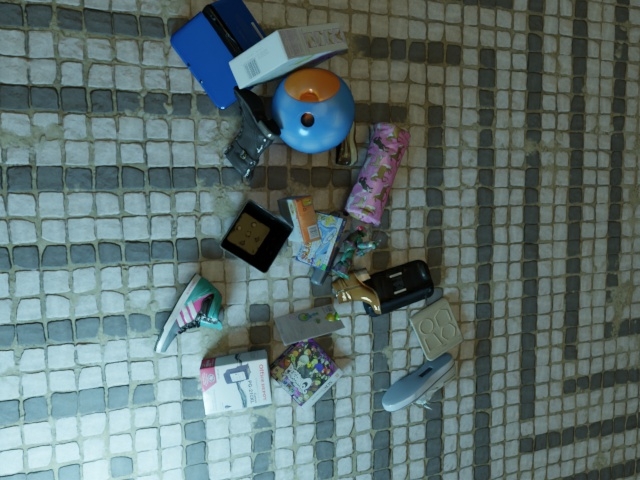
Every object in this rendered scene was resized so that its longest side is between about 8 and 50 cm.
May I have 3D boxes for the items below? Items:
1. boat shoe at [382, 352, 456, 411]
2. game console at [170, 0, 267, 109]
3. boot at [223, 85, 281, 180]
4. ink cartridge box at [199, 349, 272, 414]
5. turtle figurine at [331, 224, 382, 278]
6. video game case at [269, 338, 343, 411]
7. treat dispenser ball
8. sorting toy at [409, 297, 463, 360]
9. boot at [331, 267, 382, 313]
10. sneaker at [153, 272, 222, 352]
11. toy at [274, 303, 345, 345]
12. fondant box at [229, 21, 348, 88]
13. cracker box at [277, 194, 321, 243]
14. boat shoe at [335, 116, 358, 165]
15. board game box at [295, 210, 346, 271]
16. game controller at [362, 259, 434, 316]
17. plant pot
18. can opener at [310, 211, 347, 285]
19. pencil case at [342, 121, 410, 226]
[{"bbox_3d":[0.423,0.624,2.005,0.367,0.136,0.156,-30,107,-24],"label":"boat shoe"},{"bbox_3d":[-0.319,-0.655,1.690,0.293,0.173,0.250,54,47,-16],"label":"game console"},{"bbox_3d":[-0.266,-0.364,1.654,0.091,0.229,0.263,-15,67,-52],"label":"boot"},{"bbox_3d":[-0.298,0.503,1.734,0.237,0.100,0.172,-8,97,-8],"label":"ink cartridge box"},{"bbox_3d":[0.136,0.032,1.838,0.118,0.175,0.234,35,82,4],"label":"turtle figurine"},{"bbox_3d":[-0.057,0.504,1.867,0.210,0.042,0.232,-43,106,-13],"label":"video game case"},{"bbox_3d":[-0.025,-0.444,1.669,0.288,0.288,0.288,-2,95,-19],"label":"treat dispenser ball"},{"bbox_3d":[0.489,0.373,2.050,0.193,0.038,0.208,-28,98,-15],"label":"sorting toy"},{"bbox_3d":[0.142,0.216,1.871,0.152,0.073,0.197,-24,76,4],"label":"boot"},{"bbox_3d":[-0.433,0.283,1.683,0.178,0.124,0.295,30,83,-9],"label":"sneaker"},{"bbox_3d":[-0.041,0.326,1.829,0.237,0.137,0.056,-15,131,-15],"label":"toy"},{"bbox_3d":[-0.098,-0.608,1.589,0.330,0.238,0.096,-35,107,-45],"label":"fondant box"},{"bbox_3d":[-0.078,-0.077,1.711,0.067,0.232,0.155,-16,100,-18],"label":"cracker box"},{"bbox_3d":[0.079,-0.407,1.813,0.095,0.095,0.257,-10,98,-12],"label":"boat shoe"},{"bbox_3d":[0.000,0.000,1.803,0.035,0.136,0.201,23,85,-61],"label":"board game box"},{"bbox_3d":[0.312,0.191,1.967,0.319,0.067,0.166,-17,85,-17],"label":"game controller"},{"bbox_3d":[-0.237,-0.020,1.696,0.187,0.167,0.188,33,84,-19],"label":"plant pot"},{"bbox_3d":[0.021,0.028,1.852,0.095,0.076,0.283,25,86,13],"label":"can opener"},{"bbox_3d":[0.215,-0.253,1.832,0.160,0.167,0.386,22,87,-41],"label":"pencil case"}]
